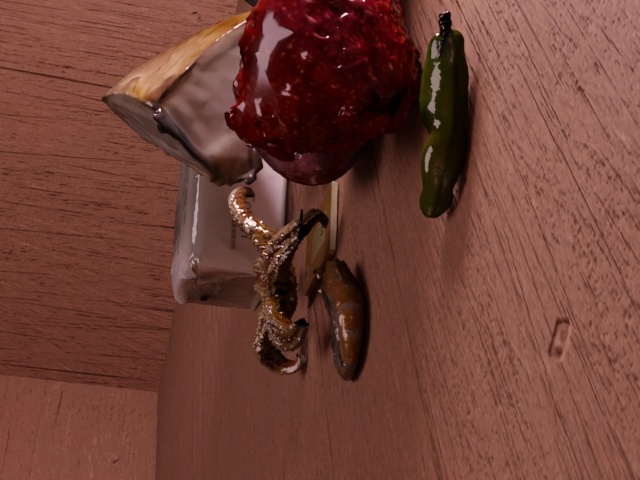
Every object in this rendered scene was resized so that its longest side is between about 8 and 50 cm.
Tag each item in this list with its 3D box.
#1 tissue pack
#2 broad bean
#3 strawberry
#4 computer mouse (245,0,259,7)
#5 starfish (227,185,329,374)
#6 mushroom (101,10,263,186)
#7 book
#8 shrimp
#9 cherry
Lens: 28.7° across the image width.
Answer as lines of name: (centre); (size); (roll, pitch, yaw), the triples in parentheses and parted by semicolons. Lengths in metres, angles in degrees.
tissue pack: (-0.167, -0.067, 2.330); (0.266, 0.194, 0.356); (125, 149, -68)
broad bean: (0.127, -0.128, 1.288); (0.070, 0.048, 0.213); (-152, 67, -77)
strawberry: (0.016, -0.203, 1.481); (0.274, 0.220, 0.274); (-49, -21, -26)
computer mouse: (-0.056, -0.365, 1.658); (0.203, 0.374, 0.114); (14, 64, 47)
starfish: (-0.063, 0.052, 1.905); (0.303, 0.113, 0.312); (107, 151, -55)
mushroom: (-0.190, -0.265, 2.084); (0.313, 0.224, 0.397); (-50, 27, -12)
book: (0.000, 0.000, 1.914); (0.172, 0.012, 0.118); (119, 156, -61)
shrimp: (0.021, 0.103, 1.641); (0.187, 0.052, 0.132); (-98, 19, -45)
cherry: (-0.017, -0.162, 1.706); (0.249, 0.175, 0.192); (-102, 14, -56)
